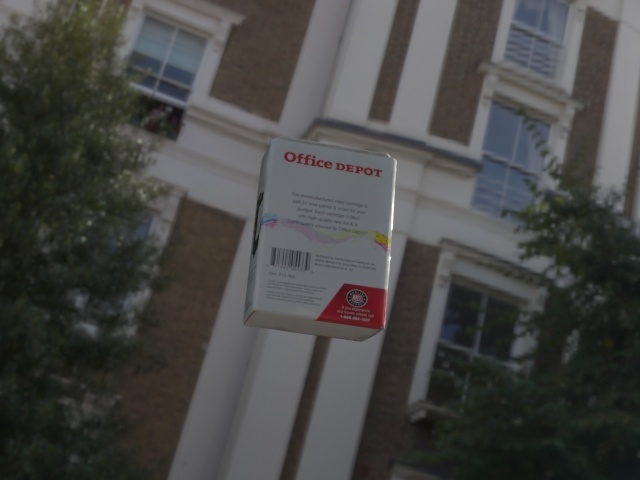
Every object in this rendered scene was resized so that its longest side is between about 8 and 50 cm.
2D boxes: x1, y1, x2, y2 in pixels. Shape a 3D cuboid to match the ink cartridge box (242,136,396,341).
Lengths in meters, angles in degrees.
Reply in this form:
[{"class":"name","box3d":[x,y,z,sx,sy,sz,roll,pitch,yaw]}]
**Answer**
[{"class":"ink cartridge box","box3d":[0.000,0.000,1.046,0.128,0.175,0.072,9,-18,-11]}]
